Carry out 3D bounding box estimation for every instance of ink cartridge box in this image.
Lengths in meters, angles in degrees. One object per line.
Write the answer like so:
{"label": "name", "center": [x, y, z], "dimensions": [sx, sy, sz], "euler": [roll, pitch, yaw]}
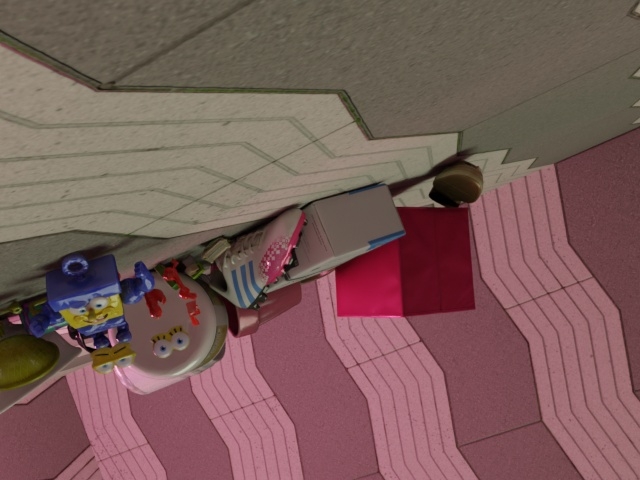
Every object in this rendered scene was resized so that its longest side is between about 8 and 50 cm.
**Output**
{"label": "ink cartridge box", "center": [0.000, 0.000, 1.786], "dimensions": [0.223, 0.129, 0.307], "euler": [-19, 174, -40]}

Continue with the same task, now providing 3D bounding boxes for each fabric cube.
{"label": "fabric cube", "center": [0.205, 0.056, 1.989], "dimensions": [0.259, 0.258, 0.254], "euler": [-1, 176, -37]}

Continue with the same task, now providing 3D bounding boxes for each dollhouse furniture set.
{"label": "dollhouse furniture set", "center": [-0.257, 0.030, 1.617], "dimensions": [0.151, 0.058, 0.076], "euler": [-41, 168, -1]}

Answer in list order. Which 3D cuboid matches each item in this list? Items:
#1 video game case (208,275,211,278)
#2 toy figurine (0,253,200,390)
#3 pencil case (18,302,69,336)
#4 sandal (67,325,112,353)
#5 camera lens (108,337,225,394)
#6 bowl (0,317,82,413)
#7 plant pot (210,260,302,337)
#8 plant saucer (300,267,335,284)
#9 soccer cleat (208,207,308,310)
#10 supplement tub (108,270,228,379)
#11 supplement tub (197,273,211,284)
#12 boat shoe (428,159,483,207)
{"label": "video game case", "center": [-0.235, 0.098, 2.319], "dimensions": [0.232, 0.042, 0.210], "euler": [-21, 176, -17]}
{"label": "toy figurine", "center": [-0.388, 0.082, 1.251], "dimensions": [0.362, 0.191, 0.217], "euler": [-14, 144, -7]}
{"label": "pencil case", "center": [-0.463, 0.120, 1.437], "dimensions": [0.151, 0.070, 0.064], "euler": [-23, -149, -26]}
{"label": "sandal", "center": [-0.529, 0.220, 1.927], "dimensions": [0.167, 0.107, 0.446], "euler": [-21, 173, -11]}
{"label": "camera lens", "center": [-0.431, 0.290, 2.214], "dimensions": [0.274, 0.219, 0.219], "euler": [-24, 175, 16]}
{"label": "bowl", "center": [-0.606, 0.238, 1.477], "dimensions": [0.298, 0.134, 0.298], "euler": [-32, -172, 5]}
{"label": "plant pot", "center": [-0.151, 0.119, 1.942], "dimensions": [0.180, 0.201, 0.201], "euler": [-16, 173, -20]}
{"label": "plant saucer", "center": [-0.081, 0.056, 2.091], "dimensions": [0.278, 0.041, 0.278], "euler": [-10, 157, -4]}
{"label": "soccer cleat", "center": [-0.142, 0.034, 1.659], "dimensions": [0.331, 0.143, 0.116], "euler": [-56, -169, 46]}
{"label": "supplement tub", "center": [-0.328, 0.187, 1.788], "dimensions": [0.228, 0.228, 0.316], "euler": [-22, 175, -2]}
{"label": "supplement tub", "center": [-0.326, 0.122, 2.019], "dimensions": [0.071, 0.071, 0.107], "euler": [-24, 176, 21]}
{"label": "boat shoe", "center": [0.335, -0.149, 1.920], "dimensions": [0.098, 0.109, 0.302], "euler": [-61, 178, -6]}
